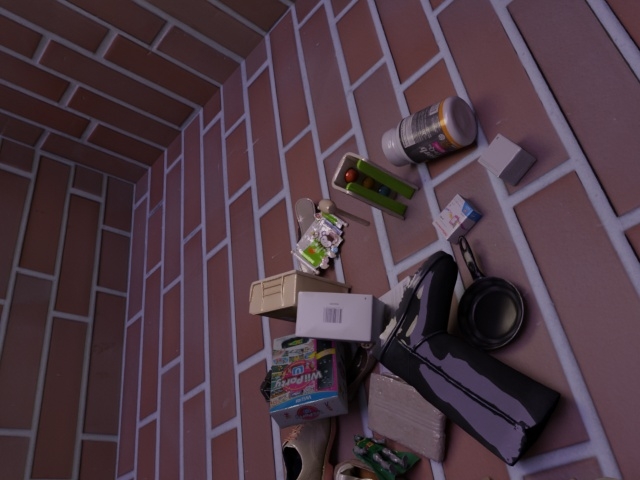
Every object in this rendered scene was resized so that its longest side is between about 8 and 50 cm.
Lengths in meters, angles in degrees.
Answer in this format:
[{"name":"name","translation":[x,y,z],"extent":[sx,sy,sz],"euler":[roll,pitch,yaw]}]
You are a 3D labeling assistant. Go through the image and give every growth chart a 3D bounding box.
[{"name":"growth chart","translation":[0.000,0.000,2.063],"extent":[0.172,0.021,0.237],"euler":[28,80,26]}]

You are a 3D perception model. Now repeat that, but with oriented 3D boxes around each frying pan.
[{"name":"frying pan","translation":[0.432,0.157,1.520],"extent":[0.197,0.053,0.326],"euler":[-54,41,19]}]

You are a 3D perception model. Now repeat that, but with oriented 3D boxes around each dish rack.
[{"name":"dish rack","translation":[-0.077,0.464,1.918],"extent":[0.272,0.074,0.208],"euler":[-12,36,40]}]

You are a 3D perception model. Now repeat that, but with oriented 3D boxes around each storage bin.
[{"name":"storage bin","translation":[-0.075,0.211,1.935],"extent":[0.260,0.262,0.123],"euler":[-18,63,45]}]

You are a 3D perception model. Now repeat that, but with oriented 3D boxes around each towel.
[{"name":"towel","translation":[0.245,0.493,1.568],"extent":[0.282,0.049,0.187],"euler":[9,97,50]}]

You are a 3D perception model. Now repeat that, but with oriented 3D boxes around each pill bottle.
[{"name":"pill bottle","translation":[0.344,-0.340,1.768],"extent":[0.279,0.162,0.162],"euler":[-18,60,46]}]

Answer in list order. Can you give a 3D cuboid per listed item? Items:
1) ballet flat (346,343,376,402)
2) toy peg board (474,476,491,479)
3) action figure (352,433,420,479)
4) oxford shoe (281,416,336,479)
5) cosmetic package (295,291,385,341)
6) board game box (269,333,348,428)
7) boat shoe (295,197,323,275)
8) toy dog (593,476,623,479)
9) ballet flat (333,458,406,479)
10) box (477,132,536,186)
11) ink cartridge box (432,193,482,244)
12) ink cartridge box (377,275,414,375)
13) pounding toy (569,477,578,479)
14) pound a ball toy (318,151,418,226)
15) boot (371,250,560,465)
[{"name":"ballet flat","translation":[0.118,0.410,1.774],"extent":[0.249,0.058,0.084],"euler":[-65,31,7]},{"name":"toy peg board","translation":[0.346,0.654,1.306],"extent":[0.161,0.079,0.161],"euler":[-37,26,14]},{"name":"action figure","translation":[0.162,0.616,1.598],"extent":[0.232,0.137,0.063],"euler":[0,106,61]},{"name":"oxford shoe","translation":[-0.044,0.637,1.773],"extent":[0.140,0.147,0.396],"euler":[-42,34,35]},{"name":"cosmetic package","translation":[0.067,0.238,1.673],"extent":[0.224,0.225,0.138],"euler":[1,80,16]},{"name":"board game box","translation":[-0.037,0.427,1.762],"extent":[0.224,0.097,0.303],"euler":[-17,36,11]},{"name":"boat shoe","translation":[-0.038,-0.005,2.145],"extent":[0.112,0.095,0.334],"euler":[-9,65,9]},{"name":"toy dog","translation":[0.518,0.707,0.934],"extent":[0.285,0.396,0.407],"euler":[23,125,39]},{"name":"ballet flat","translation":[0.118,0.701,1.604],"extent":[0.316,0.106,0.107],"euler":[-15,63,46]},{"name":"box","translation":[0.527,-0.228,1.555],"extent":[0.102,0.087,0.101],"euler":[-54,40,18]},{"name":"ink cartridge box","translation":[0.408,-0.063,1.651],"extent":[0.122,0.052,0.088],"euler":[-53,41,21]},{"name":"ink cartridge box","translation":[0.250,0.276,1.684],"extent":[0.239,0.060,0.274],"euler":[128,146,-60]},{"name":"pounding toy","translation":[0.484,0.622,1.164],"extent":[0.155,0.154,0.269],"euler":[29,96,52]},{"name":"pound a ball toy","translation":[0.141,-0.150,1.794],"extent":[0.136,0.319,0.208],"euler":[31,99,52]},{"name":"boot","translation":[0.388,0.280,1.381],"extent":[0.445,0.146,0.366],"euler":[34,101,40]}]
